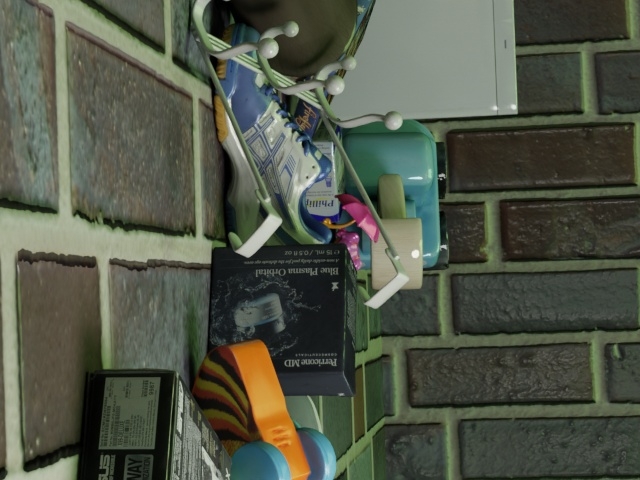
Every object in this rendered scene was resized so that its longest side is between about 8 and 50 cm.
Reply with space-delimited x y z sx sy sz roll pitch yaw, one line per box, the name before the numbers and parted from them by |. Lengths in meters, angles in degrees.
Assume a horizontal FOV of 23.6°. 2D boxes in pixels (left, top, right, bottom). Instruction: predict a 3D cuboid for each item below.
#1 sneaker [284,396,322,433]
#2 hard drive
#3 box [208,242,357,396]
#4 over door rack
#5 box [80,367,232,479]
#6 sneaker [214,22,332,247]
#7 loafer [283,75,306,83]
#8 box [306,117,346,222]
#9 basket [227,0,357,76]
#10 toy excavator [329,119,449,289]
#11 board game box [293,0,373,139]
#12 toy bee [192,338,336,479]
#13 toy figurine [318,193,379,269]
sneaker | -0.055 0.240 1.758 0.295 0.124 0.178 -83 178 -47
hard drive | 0.146 -0.318 2.544 0.047 0.353 0.233 -37 125 -80
box | -0.041 0.092 1.731 0.093 0.156 0.158 69 20 -67
over door rack | -0.008 -0.110 1.647 0.239 0.108 0.324 24 43 -46
box | -0.135 0.287 1.249 0.242 0.076 0.307 73 17 -64
sneaker | -0.051 -0.116 1.823 0.112 0.131 0.296 -69 155 -67
loafer | -0.048 -0.256 2.291 0.045 0.039 0.125 55 3 3
box | -0.003 -0.111 2.432 0.126 0.072 0.137 -73 160 -67
basket | -0.055 -0.329 1.790 0.227 0.154 0.204 60 10 -66
toy excavator | 0.110 -0.062 2.574 0.445 0.222 0.433 84 6 -65
board game box | 0.028 -0.295 2.360 0.165 0.042 0.243 110 3 -54
toy bee | -0.069 0.262 1.566 0.195 0.162 0.298 17 46 -40
toy figurine | 0.000 0.000 2.073 0.130 0.159 0.173 -52 140 -79
